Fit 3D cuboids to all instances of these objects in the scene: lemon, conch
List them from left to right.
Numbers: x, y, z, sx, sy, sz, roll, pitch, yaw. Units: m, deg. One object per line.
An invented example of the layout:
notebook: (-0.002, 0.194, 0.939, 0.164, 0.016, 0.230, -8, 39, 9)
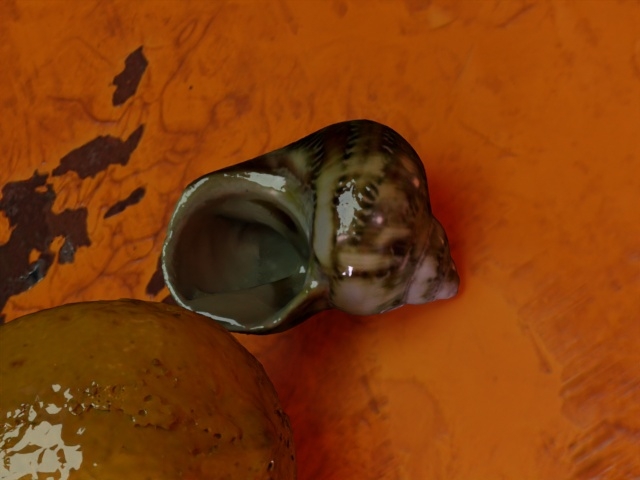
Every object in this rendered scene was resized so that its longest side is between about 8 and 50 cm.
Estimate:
lemon: (-0.162, 0.165, 1.198, 0.310, 0.258, 0.258, -12, 57, 18)
conch: (0.002, 0.001, 1.261, 0.181, 0.124, 0.187, 27, 84, 39)
